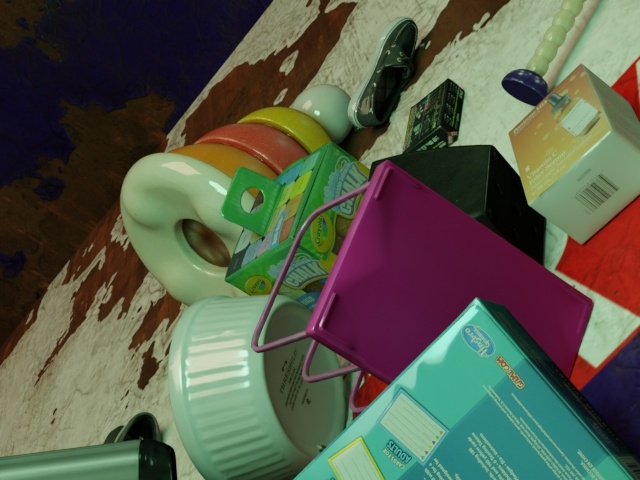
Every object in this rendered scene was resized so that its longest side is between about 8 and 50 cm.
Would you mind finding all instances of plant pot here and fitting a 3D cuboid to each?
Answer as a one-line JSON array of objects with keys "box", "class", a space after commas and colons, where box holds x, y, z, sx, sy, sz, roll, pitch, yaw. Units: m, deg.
[{"box": [0.171, -0.009, 1.432, 0.167, 0.187, 0.188, -24, 36, 32], "class": "plant pot"}]

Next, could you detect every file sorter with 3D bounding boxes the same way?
[{"box": [0.103, 0.094, 1.262, 0.182, 0.290, 0.202, -24, 38, 58], "class": "file sorter"}]

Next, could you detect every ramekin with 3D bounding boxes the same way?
[{"box": [-0.071, 0.195, 1.535, 0.127, 0.273, 0.273, -16, 40, 26], "class": "ramekin"}]

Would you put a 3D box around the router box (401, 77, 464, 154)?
[{"box": [0.177, -0.184, 1.840, 0.092, 0.038, 0.122, -35, 29, 41], "class": "router box"}]

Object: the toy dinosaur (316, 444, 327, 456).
[{"box": [-0.013, 0.353, 1.413, 0.313, 0.121, 0.160, -38, 39, 29], "class": "toy dinosaur"}]

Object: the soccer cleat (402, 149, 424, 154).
[{"box": [0.112, -0.046, 1.754, 0.289, 0.093, 0.121, -28, 65, 43], "class": "soccer cleat"}]

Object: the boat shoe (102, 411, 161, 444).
[{"box": [-0.336, 0.412, 1.976, 0.095, 0.112, 0.335, -52, 18, 23], "class": "boat shoe"}]

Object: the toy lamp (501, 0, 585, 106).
[{"box": [0.347, -0.318, 1.623, 0.275, 0.080, 0.080, -62, 22, -8], "class": "toy lamp"}]

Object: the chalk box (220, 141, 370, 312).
[{"box": [0.000, 0.000, 1.607, 0.179, 0.289, 0.180, -30, 33, 48], "class": "chalk box"}]

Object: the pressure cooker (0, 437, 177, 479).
[{"box": [-0.364, 0.449, 1.432, 0.376, 0.420, 0.370, 92, 171, -54], "class": "pressure cooker"}]

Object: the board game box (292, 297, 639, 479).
[{"box": [0.117, 0.260, 1.063, 0.336, 0.079, 0.254, -46, 63, 15], "class": "board game box"}]

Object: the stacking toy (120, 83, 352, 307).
[{"box": [-0.084, -0.112, 2.055, 0.350, 0.351, 0.480, -27, 16, 51], "class": "stacking toy"}]

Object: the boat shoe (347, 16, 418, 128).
[{"box": [0.127, -0.298, 2.070, 0.076, 0.080, 0.229, 10, 63, 48], "class": "boat shoe"}]

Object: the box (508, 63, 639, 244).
[{"box": [0.307, -0.104, 1.377, 0.130, 0.091, 0.170, -46, 24, 25], "class": "box"}]
